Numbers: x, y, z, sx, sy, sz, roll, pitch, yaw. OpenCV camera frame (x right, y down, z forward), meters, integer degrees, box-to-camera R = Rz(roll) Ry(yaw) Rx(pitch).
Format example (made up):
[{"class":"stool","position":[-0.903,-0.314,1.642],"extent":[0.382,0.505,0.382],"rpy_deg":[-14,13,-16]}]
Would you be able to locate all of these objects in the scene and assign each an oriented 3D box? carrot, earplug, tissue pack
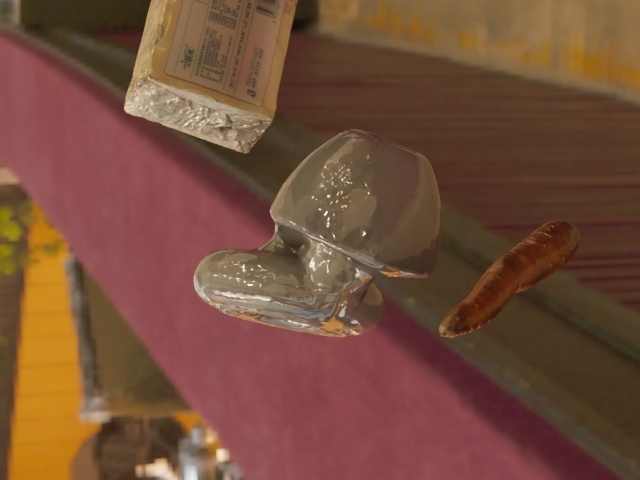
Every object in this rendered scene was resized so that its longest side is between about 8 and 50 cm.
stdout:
[{"class":"carrot","position":[0.140,0.028,1.145],"extent":[0.035,0.165,0.036],"rpy_deg":[27,133,33]},{"class":"earplug","position":[0.001,0.011,1.659],"extent":[0.325,0.214,0.175],"rpy_deg":[-41,45,42]},{"class":"tissue pack","position":[-0.113,-0.206,1.627],"extent":[0.092,0.148,0.196],"rpy_deg":[129,156,-56]}]
